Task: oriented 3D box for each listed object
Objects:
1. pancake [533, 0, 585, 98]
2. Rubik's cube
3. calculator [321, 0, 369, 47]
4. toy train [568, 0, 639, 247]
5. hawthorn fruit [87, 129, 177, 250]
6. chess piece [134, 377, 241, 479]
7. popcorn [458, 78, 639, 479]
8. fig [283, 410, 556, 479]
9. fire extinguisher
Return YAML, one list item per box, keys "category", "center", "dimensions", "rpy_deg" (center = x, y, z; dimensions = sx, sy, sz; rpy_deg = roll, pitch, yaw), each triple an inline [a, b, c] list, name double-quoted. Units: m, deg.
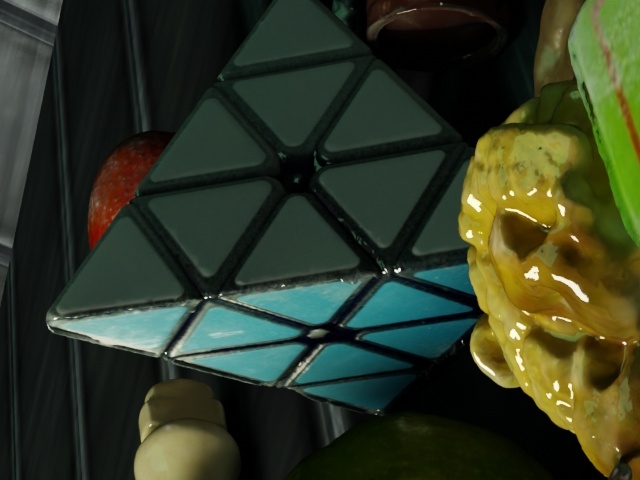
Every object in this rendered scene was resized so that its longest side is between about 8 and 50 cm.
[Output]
- category: "pancake"
  center: [0.164, -0.093, 1.027]
  dimensions: [0.236, 0.042, 0.222]
  rpy_deg: [-112, 28, -62]
- category: "Rubik's cube"
  center: [0.002, 0.001, 1.225]
  dimensions: [0.229, 0.233, 0.228]
  rpy_deg: [-55, 2, 15]
- category: "calculator"
  center: [0.011, -0.173, 1.451]
  dimensions: [0.248, 0.058, 0.274]
  rpy_deg: [127, 149, -84]
- category: "toy train"
  center: [0.204, -0.150, 0.725]
  dimensions: [0.307, 0.173, 0.249]
  rpy_deg: [121, 145, -50]
- category: "hawthorn fruit"
  center: [-0.129, -0.010, 1.724]
  dimensions: [0.173, 0.173, 0.173]
  rpy_deg: [-172, 90, -73]
- category: "chess piece"
  center: [-0.106, 0.263, 1.624]
  dimensions: [0.397, 0.117, 0.117]
  rpy_deg: [-101, 25, -49]
- category: "popcorn"
  center: [0.142, 0.016, 0.896]
  dimensions: [0.163, 0.140, 0.194]
  rpy_deg: [-165, 56, -81]
- category: "fig"
  center: [0.052, 0.193, 1.068]
  dimensions: [0.235, 0.203, 0.203]
  rpy_deg: [-5, -77, -86]
- category: "fire extinguisher"
  center: [0.071, -0.252, 1.287]
  dimensions: [0.105, 0.105, 0.269]
  rpy_deg: [133, 141, -61]
